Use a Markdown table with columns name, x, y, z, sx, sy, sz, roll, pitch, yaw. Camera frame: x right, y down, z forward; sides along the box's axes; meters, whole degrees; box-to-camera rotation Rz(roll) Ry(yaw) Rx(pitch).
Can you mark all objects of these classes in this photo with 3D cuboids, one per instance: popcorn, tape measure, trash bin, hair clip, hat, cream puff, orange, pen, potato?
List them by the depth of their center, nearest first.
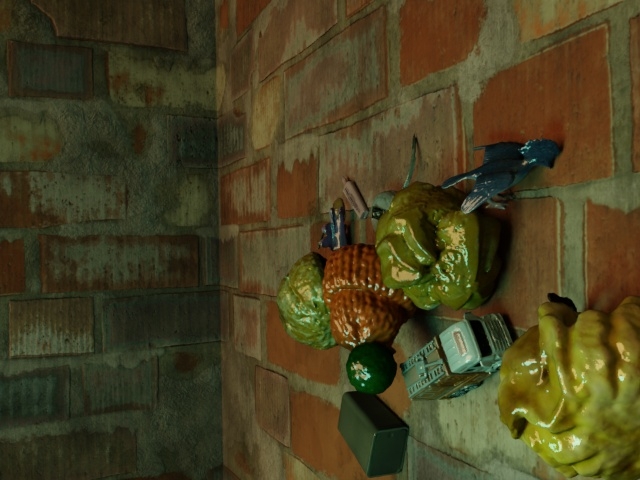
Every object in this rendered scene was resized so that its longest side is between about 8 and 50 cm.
| name | x | y | z | sx | sy | sz | roll | pitch | yaw |
| --- | --- | --- | --- | --- | --- | --- | --- | --- | --- |
| popcorn | 0.484 | 0.231 | 1.079 | 0.381 | 0.349 | 0.348 | -84 | 8 | -60 |
| cream puff | 0.279 | 0.016 | 1.486 | 0.270 | 0.275 | 0.323 | -168 | 75 | -73 |
| hat | 0.124 | 0.227 | 1.701 | 0.285 | 0.286 | 0.399 | -35 | 36 | 59 |
| tape measure | 0.212 | -0.154 | 1.825 | 0.164 | 0.084 | 0.330 | 20 | 110 | 58 |
| trash bin | 0.156 | 0.593 | 1.926 | 0.240 | 0.122 | 0.163 | -141 | 55 | -60 |
| orange | -0.036 | 0.227 | 2.080 | 0.270 | 0.211 | 0.368 | -119 | 17 | -46 |
| pen | 0.111 | -0.153 | 2.091 | 0.197 | 0.032 | 0.053 | 64 | 145 | 39 |
| hair clip | 0.059 | 0.028 | 2.105 | 0.090 | 0.137 | 0.278 | -18 | 83 | 49 |
| potato | 0.062 | -0.111 | 2.187 | 0.037 | 0.036 | 0.093 | 142 | 124 | -62 |

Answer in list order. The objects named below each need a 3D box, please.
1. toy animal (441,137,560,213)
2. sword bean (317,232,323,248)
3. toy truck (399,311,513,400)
| name | x | y | z | sx | sy | sz | roll | pitch | yaw |
| --- | --- | --- | --- | --- | --- | --- | --- | --- | --- |
| toy animal | 0.397 | -0.159 | 1.379 | 0.239 | 0.256 | 0.176 | -62 | -32 | -48 |
| sword bean | 0.000 | 0.000 | 2.348 | 0.012 | 0.012 | 0.083 | -118 | 35 | -43 |
| toy truck | 0.326 | 0.292 | 1.511 | 0.305 | 0.162 | 0.136 | -55 | 43 | 50 |
